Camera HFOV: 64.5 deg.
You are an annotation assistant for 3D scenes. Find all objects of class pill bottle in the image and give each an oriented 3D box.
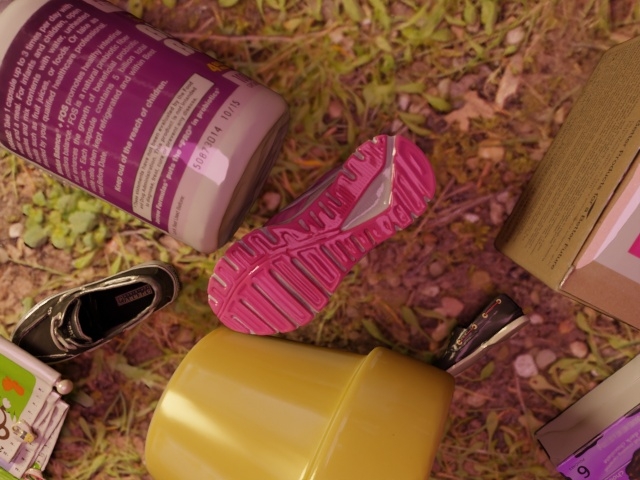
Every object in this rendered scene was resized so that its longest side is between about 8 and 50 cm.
[{"bbox_3d":[-0.194,-0.126,0.475,0.301,0.169,0.169,28,101,-2],"label":"pill bottle"}]

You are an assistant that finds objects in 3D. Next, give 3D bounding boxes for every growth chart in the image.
[{"bbox_3d":[-0.381,0.206,0.602,0.171,0.021,0.238,25,114,0],"label":"growth chart"}]

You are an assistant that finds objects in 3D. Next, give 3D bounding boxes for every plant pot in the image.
[{"bbox_3d":[-0.025,0.203,0.494,0.238,0.254,0.254,21,101,15],"label":"plant pot"}]

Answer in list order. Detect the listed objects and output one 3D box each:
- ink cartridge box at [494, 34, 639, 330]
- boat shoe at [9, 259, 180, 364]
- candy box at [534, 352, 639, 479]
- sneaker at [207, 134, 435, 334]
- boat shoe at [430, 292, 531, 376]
[{"bbox_3d":[0.266,-0.061,0.440,0.088,0.193,0.235,27,101,-1],"label":"ink cartridge box"},{"bbox_3d":[-0.265,0.085,0.567,0.219,0.070,0.078,-27,97,8],"label":"boat shoe"},{"bbox_3d":[0.369,0.245,0.548,0.165,0.070,0.196,-43,94,10],"label":"candy box"},{"bbox_3d":[0.000,0.000,0.510,0.252,0.111,0.103,-36,94,6],"label":"sneaker"},{"bbox_3d":[0.164,0.111,0.557,0.133,0.048,0.042,-45,61,19],"label":"boat shoe"}]
